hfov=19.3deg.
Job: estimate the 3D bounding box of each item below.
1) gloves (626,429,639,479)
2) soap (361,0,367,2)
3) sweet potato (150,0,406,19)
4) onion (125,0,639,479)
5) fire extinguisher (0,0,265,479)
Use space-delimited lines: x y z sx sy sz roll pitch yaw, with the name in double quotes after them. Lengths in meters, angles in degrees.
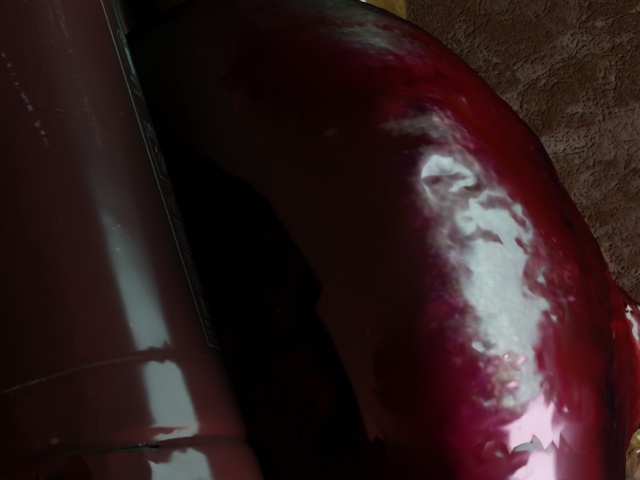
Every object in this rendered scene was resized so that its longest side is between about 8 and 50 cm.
0.195 0.144 1.723 0.356 0.155 0.203 54 -11 46 "gloves"
0.000 0.000 0.913 0.076 0.135 0.233 -92 158 -67 "soap"
-0.040 -0.182 1.092 0.158 0.158 0.369 55 16 -56 "sweet potato"
0.026 0.044 0.612 0.272 0.195 0.272 170 -90 -68 "onion"
-0.100 -0.032 0.532 0.105 0.105 0.269 44 25 -70 "fire extinguisher"
